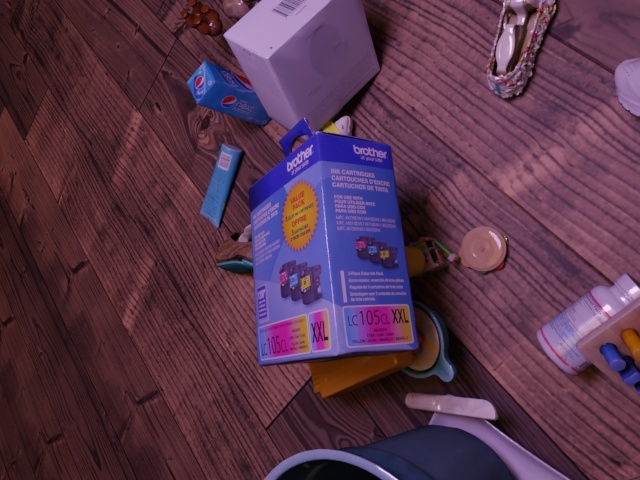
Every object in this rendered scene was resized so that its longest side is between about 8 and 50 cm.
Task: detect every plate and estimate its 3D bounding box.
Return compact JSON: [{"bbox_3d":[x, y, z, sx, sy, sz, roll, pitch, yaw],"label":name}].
[{"bbox_3d":[0.277,0.450,0.874,0.277,0.045,0.277,31,105,33],"label":"plate"}]

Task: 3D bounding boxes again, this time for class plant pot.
[{"bbox_3d":[0.126,0.436,0.751,0.342,0.334,0.340,-3,86,35],"label":"plant pot"}]

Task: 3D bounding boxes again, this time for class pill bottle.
[{"bbox_3d":[0.415,0.124,0.769,0.160,0.087,0.087,-47,62,24],"label":"pill bottle"}]

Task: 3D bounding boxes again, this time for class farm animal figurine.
[{"bbox_3d":[-0.172,-0.615,1.210,0.327,0.172,0.329,5,82,24],"label":"farm animal figurine"}]

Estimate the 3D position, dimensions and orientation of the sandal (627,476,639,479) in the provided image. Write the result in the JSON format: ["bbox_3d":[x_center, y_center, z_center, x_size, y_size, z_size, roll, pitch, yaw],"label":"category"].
[{"bbox_3d":[0.510,0.336,0.691,0.240,0.079,0.088,-40,65,27],"label":"sandal"}]

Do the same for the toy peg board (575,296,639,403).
[{"bbox_3d":[0.469,0.160,0.684,0.161,0.079,0.160,39,114,-8],"label":"toy peg board"}]

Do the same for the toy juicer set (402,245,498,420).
[{"bbox_3d":[0.147,0.187,0.909,0.209,0.090,0.328,-45,60,46],"label":"toy juicer set"}]

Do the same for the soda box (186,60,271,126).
[{"bbox_3d":[-0.190,-0.327,1.162,0.071,0.210,0.067,-40,65,28],"label":"soda box"}]

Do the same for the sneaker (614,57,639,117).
[{"bbox_3d":[0.495,-0.217,0.651,0.111,0.129,0.297,-29,25,-1],"label":"sneaker"}]

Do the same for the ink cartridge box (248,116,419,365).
[{"bbox_3d":[0.000,0.000,0.862,0.270,0.151,0.394,-27,63,55],"label":"ink cartridge box"}]

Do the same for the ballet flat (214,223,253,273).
[{"bbox_3d":[-0.126,0.017,1.128,0.342,0.116,0.124,1,71,58],"label":"ballet flat"}]

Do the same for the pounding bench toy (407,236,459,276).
[{"bbox_3d":[0.207,0.022,0.948,0.083,0.052,0.065,-29,70,31],"label":"pounding bench toy"}]

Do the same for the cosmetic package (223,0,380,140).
[{"bbox_3d":[-0.025,-0.361,0.991,0.224,0.224,0.138,-46,57,-10],"label":"cosmetic package"}]

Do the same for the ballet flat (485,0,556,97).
[{"bbox_3d":[0.337,-0.364,0.866,0.091,0.077,0.240,12,94,37],"label":"ballet flat"}]

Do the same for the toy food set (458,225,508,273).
[{"bbox_3d":[0.289,0.017,0.909,0.083,0.020,0.083,26,102,34],"label":"toy food set"}]

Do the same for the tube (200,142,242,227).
[{"bbox_3d":[-0.254,-0.141,1.300,0.080,0.052,0.207,37,113,37],"label":"tube"}]

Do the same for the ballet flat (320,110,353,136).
[{"bbox_3d":[0.024,-0.254,1.092,0.077,0.077,0.230,-33,66,12],"label":"ballet flat"}]

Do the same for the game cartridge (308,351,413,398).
[{"bbox_3d":[0.040,0.112,0.971,0.285,0.053,0.323,-45,48,50],"label":"game cartridge"}]
